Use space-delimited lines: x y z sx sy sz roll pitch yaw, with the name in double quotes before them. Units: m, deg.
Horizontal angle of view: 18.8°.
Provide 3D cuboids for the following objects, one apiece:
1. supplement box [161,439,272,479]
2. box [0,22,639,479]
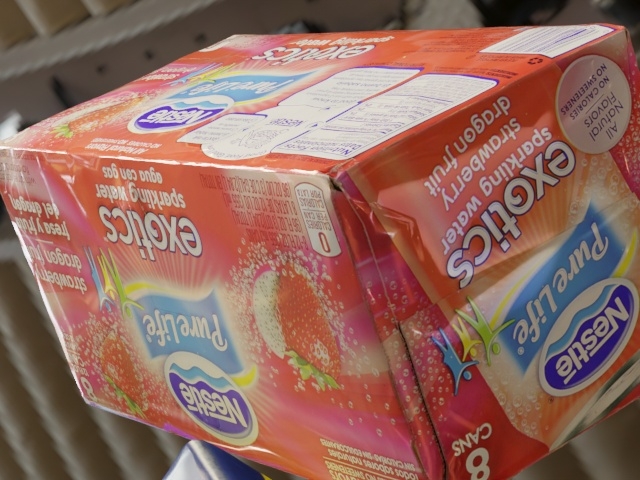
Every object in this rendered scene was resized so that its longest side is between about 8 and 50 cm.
"supplement box" 0.063 0.253 0.583 0.356 0.194 0.195 35 4 -25
"box" 0.000 0.000 0.703 0.257 0.128 0.123 8 -60 57
